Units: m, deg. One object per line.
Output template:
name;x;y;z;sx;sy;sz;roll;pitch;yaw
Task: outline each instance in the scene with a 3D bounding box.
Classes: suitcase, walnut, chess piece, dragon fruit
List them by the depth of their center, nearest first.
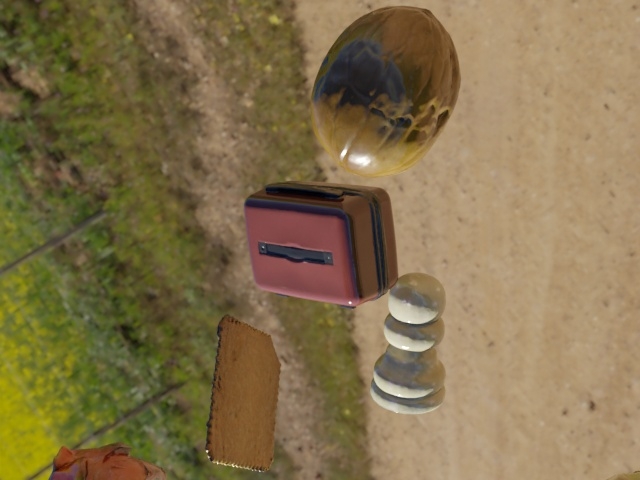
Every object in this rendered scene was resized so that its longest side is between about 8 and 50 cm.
walnut;0.075;-0.173;1.231;0.167;0.207;0.167;27;-179;-1
dragon fruit;-0.387;0.468;1.757;0.189;0.290;0.290;16;150;7
suitcase;0.000;0.000;2.125;0.297;0.161;0.236;7;112;40
chess piece;0.203;0.212;2.307;0.167;0.167;0.299;34;129;44

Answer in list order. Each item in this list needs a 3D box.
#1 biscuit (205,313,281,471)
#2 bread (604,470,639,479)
biscuit;-0.120;0.254;1.741;0.013;0.232;0.237;-2;164;22
bread;0.534;0.485;1.852;0.204;0.262;0.162;-28;77;62
